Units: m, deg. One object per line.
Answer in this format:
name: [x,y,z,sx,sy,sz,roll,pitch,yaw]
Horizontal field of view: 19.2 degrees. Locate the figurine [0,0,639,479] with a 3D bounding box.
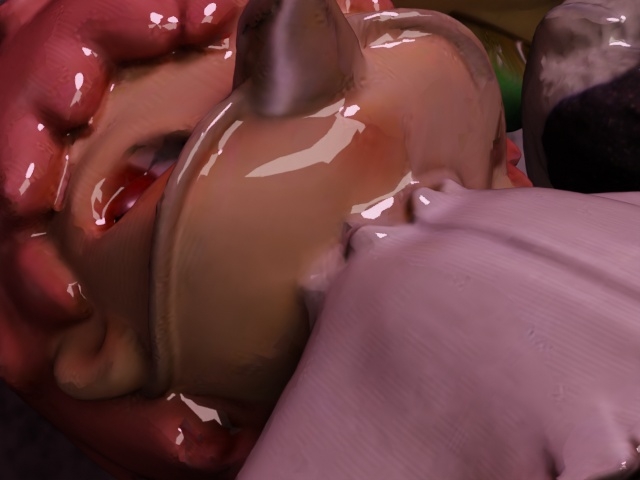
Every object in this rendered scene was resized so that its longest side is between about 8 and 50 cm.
figurine: [0.000,0.000,0.471,0.207,0.166,0.387,-35,47,-23]

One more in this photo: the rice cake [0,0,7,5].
rice cake: [-0.084,-0.085,0.604,0.399,0.070,0.064,37,55,-14]

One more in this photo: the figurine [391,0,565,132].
figurine: [-0.004,-0.162,0.627,0.324,0.124,0.222,14,32,-48]

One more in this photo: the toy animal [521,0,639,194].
toy animal: [0.128,-0.001,0.625,0.121,0.225,0.094,19,66,26]
